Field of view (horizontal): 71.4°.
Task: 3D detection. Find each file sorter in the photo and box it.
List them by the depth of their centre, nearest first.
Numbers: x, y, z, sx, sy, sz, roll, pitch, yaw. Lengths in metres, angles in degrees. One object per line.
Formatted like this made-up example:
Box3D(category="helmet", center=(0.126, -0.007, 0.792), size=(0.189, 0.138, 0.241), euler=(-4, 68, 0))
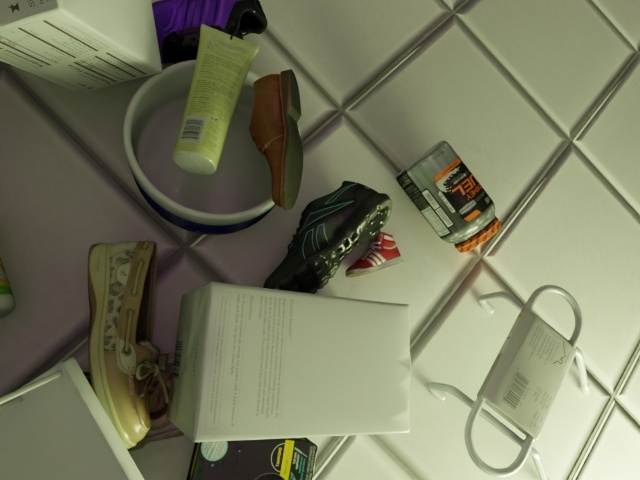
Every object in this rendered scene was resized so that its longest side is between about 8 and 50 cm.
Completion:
Box3D(category="file sorter", center=(-0.363, 0.290, 0.452), size=(0.278, 0.173, 0.193), euler=(-32, 87, 14))

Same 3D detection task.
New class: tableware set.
Box3D(category="tableware set", center=(-0.292, 0.237, 0.624), size=(0.194, 0.039, 0.128), euler=(-9, 80, -19))

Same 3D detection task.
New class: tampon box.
Box3D(category="tampon box", center=(-0.102, 0.330, 0.629), size=(0.161, 0.101, 0.120), euler=(14, 73, -14))

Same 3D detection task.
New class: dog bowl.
Box3D(category="dog bowl", center=(-0.170, -0.146, 0.720), size=(0.265, 0.104, 0.265), euler=(4, 75, -17))

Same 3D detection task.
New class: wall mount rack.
Box3D(category="wall mount rack", center=(0.370, 0.265, 0.789), size=(0.304, 0.130, 0.350), euler=(39, 69, -2))

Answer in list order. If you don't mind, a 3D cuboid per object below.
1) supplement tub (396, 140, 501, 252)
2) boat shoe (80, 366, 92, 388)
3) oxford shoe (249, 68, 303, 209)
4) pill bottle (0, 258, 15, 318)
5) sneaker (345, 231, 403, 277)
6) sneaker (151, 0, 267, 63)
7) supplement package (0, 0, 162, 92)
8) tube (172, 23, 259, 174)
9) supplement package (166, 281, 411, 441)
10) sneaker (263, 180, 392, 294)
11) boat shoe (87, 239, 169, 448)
Box3D(category="supplement tub", center=(0.240, -0.078, 0.828), size=(0.117, 0.117, 0.190), euler=(-38, 91, -22))
Box3D(category="boat shoe", center=(-0.300, 0.284, 0.557), size=(0.084, 0.079, 0.233), euler=(-5, 91, -26))
Box3D(category="oxford shoe", center=(-0.069, -0.147, 0.670), size=(0.076, 0.076, 0.212), euler=(-5, 79, 12))
Box3D(category="pill bottle", center=(-0.500, -0.004, 0.564), size=(0.136, 0.136, 0.245), euler=(-20, 84, -21))
Box3D(category="sneaker", center=(0.088, 0.023, 0.795), size=(0.118, 0.042, 0.067), euler=(-15, 86, -28))
Box3D(category="sneaker", center=(-0.208, -0.348, 0.757), size=(0.293, 0.102, 0.146), euler=(-42, 93, -22))
Box3D(category="supplement package", center=(-0.341, -0.361, 0.576), size=(0.145, 0.204, 0.262), euler=(-10, 90, 12))
Box3D(category="tube", center=(-0.156, -0.213, 0.658), size=(0.070, 0.062, 0.240), euler=(39, 54, -53))
Box3D(category="supplement package", center=(-0.041, 0.169, 0.624), size=(0.293, 0.175, 0.177), euler=(11, 73, -26))
Box3D(category="sneaker", center=(0.000, 0.000, 0.760), size=(0.267, 0.101, 0.106), euler=(-41, 61, -15))
Box3D(category="boat shoe", center=(-0.255, 0.125, 0.603), size=(0.089, 0.104, 0.285), euler=(-10, 67, -15))
